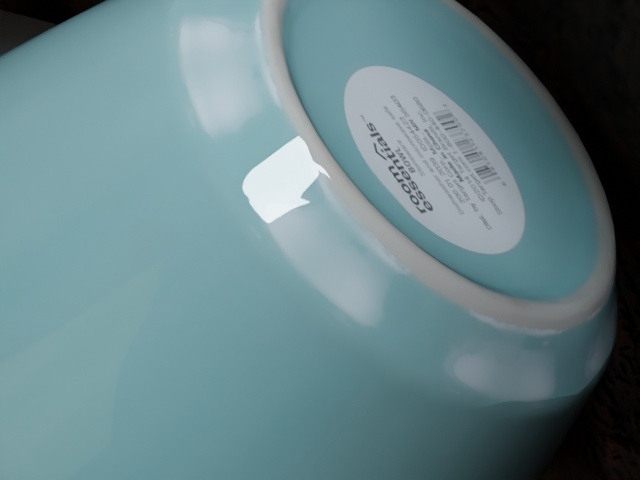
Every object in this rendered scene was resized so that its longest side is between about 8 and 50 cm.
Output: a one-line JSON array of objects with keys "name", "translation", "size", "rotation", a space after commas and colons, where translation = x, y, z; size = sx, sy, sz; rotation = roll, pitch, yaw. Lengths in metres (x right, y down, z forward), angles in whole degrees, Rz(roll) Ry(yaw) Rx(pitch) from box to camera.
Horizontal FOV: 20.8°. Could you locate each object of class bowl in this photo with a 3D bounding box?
[{"name": "bowl", "translation": [0.000, 0.000, 0.703], "size": [0.163, 0.311, 0.311], "rotation": [-43, 70, 33]}]

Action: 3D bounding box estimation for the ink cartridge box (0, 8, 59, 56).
[{"name": "ink cartridge box", "translation": [-0.263, -0.023, 1.084], "size": [0.232, 0.171, 0.168], "rotation": [131, 146, -54]}]
